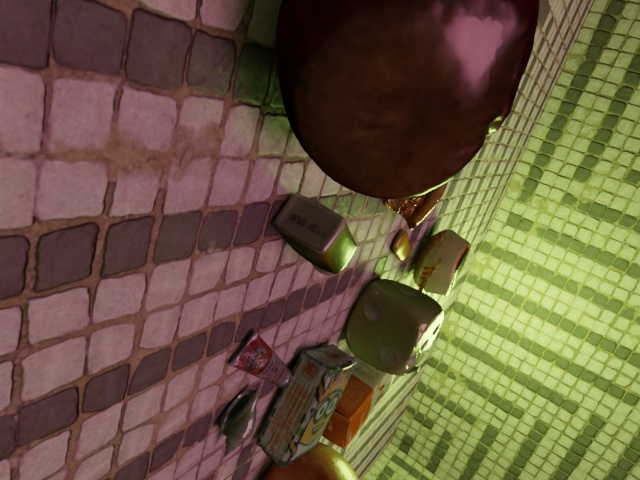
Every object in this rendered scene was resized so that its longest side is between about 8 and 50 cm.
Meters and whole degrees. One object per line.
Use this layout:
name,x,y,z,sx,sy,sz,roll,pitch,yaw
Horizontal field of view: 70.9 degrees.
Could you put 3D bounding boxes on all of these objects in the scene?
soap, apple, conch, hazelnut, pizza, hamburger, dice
soap,0.285,0.024,1.576,0.089,0.033,0.168,-54,153,-11
apple,-0.037,0.889,1.481,0.391,0.346,0.392,-36,143,-33
conch,-0.200,0.432,1.070,0.180,0.088,0.065,-68,-162,-2
hazelnut,0.120,-0.264,0.660,0.359,0.359,0.409,-51,160,-21
pizza,0.278,-0.164,1.275,0.182,0.074,0.366,-8,137,-24
hamburger,0.494,0.091,1.864,0.294,0.179,0.276,-55,156,-22
dice,0.250,0.287,1.522,0.252,0.254,0.250,-3,114,-59

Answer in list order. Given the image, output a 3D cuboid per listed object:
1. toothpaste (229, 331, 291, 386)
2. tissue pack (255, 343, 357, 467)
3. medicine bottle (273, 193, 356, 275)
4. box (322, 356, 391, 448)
toothpaste,-0.134,0.289,1.058,0.089,0.057,0.234,-53,145,-16
tissue pack,-0.033,0.469,1.319,0.311,0.127,0.228,-64,156,5
medicine bottle,0.000,0.000,0.919,0.088,0.132,0.188,-56,154,-12
box,0.139,0.598,1.749,0.341,0.143,0.225,-37,144,-39
